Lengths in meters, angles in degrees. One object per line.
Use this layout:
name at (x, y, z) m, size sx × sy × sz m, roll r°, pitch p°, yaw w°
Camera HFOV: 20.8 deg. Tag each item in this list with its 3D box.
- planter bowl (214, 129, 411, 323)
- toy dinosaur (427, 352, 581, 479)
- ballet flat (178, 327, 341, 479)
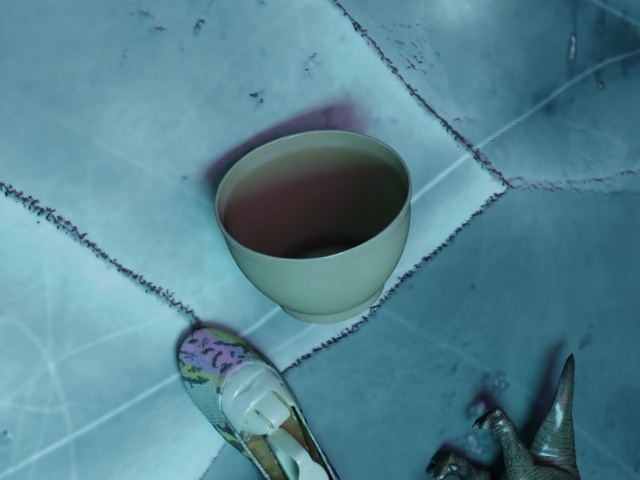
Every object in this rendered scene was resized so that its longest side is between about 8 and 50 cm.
planter bowl at (0.000, 0.000, 1.448) m, size 0.162 × 0.162 × 0.109 m, roll -30°, pitch 135°, yaw -21°
toy dinosaur at (0.174, 0.254, 1.590) m, size 0.160 × 0.121 × 0.313 m, roll 39°, pitch 56°, yaw -24°
ballet flat at (-0.037, 0.165, 1.477) m, size 0.077 × 0.079 × 0.221 m, roll -39°, pitch 111°, yaw -15°
